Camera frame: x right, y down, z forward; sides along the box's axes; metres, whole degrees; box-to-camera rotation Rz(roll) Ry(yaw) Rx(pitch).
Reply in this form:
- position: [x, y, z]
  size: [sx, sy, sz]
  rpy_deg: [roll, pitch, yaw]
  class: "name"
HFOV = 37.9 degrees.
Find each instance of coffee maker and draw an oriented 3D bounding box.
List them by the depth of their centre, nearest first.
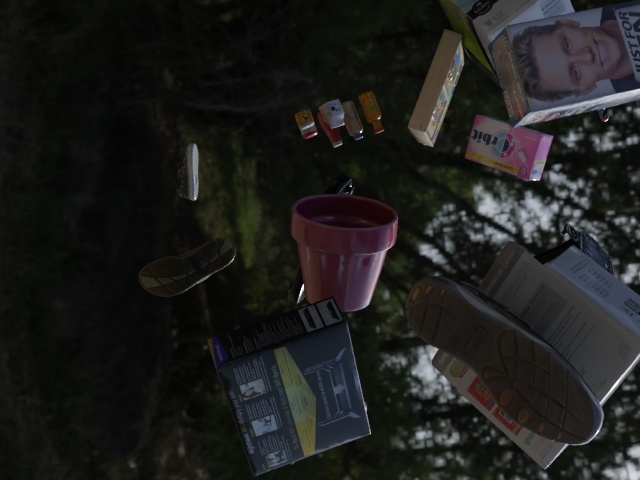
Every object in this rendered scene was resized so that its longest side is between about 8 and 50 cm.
- position: [0.505, 0.058, 1.986]
  size: [0.171, 0.178, 0.120]
  rpy_deg: [55, 37, -7]
  class: "coffee maker"

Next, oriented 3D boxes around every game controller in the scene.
- position: [0.000, 0.000, 2.222]
  size: [0.166, 0.067, 0.319]
  rpy_deg: [-66, 175, -62]
  class: "game controller"

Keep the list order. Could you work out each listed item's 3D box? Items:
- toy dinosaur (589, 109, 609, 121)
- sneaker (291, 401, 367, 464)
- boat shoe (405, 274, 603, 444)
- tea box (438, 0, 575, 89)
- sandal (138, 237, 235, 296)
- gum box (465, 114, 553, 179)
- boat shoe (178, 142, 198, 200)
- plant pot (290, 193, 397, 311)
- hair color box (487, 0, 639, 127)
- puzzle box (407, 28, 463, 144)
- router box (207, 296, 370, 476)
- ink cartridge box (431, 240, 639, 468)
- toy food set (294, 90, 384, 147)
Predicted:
- position: [0.658, -0.320, 2.170]
  size: [0.047, 0.090, 0.082]
  rpy_deg: [-10, -80, 45]
  class: "toy dinosaur"
- position: [-0.037, 0.471, 2.335]
  size: [0.124, 0.295, 0.178]
  rpy_deg: [69, 25, -53]
  class: "sneaker"
- position: [0.301, 0.169, 1.463]
  size: [0.130, 0.355, 0.132]
  rpy_deg: [-21, 149, -57]
  class: "boat shoe"
- position: [0.480, -0.550, 2.350]
  size: [0.329, 0.220, 0.323]
  rpy_deg: [47, 8, -48]
  class: "tea box"
- position: [-0.239, 0.047, 1.687]
  size: [0.049, 0.180, 0.072]
  rpy_deg: [-150, -144, -82]
  class: "sandal"
- position: [0.432, -0.219, 2.168]
  size: [0.188, 0.062, 0.107]
  rpy_deg: [25, -72, 36]
  class: "gum box"
- position: [-0.289, -0.148, 2.018]
  size: [0.049, 0.040, 0.142]
  rpy_deg: [-78, 174, -53]
  class: "boat shoe"
- position: [0.040, 0.027, 1.755]
  size: [0.201, 0.201, 0.180]
  rpy_deg: [-108, -160, -68]
  class: "plant pot"
- position: [0.513, -0.340, 1.764]
  size: [0.105, 0.347, 0.174]
  rpy_deg: [133, -58, -77]
  class: "hair color box"
- position: [0.324, -0.407, 2.568]
  size: [0.409, 0.052, 0.272]
  rpy_deg: [-7, 118, -80]
  class: "puzzle box"
- position: [-0.051, 0.274, 1.719]
  size: [0.081, 0.243, 0.309]
  rpy_deg: [-119, -167, -51]
  class: "router box"
- position: [0.379, 0.176, 1.582]
  size: [0.272, 0.130, 0.309]
  rpy_deg: [41, -55, 21]
  class: "ink cartridge box"
- position: [0.039, -0.285, 2.310]
  size: [0.111, 0.232, 0.104]
  rpy_deg: [-23, -92, 56]
  class: "toy food set"
